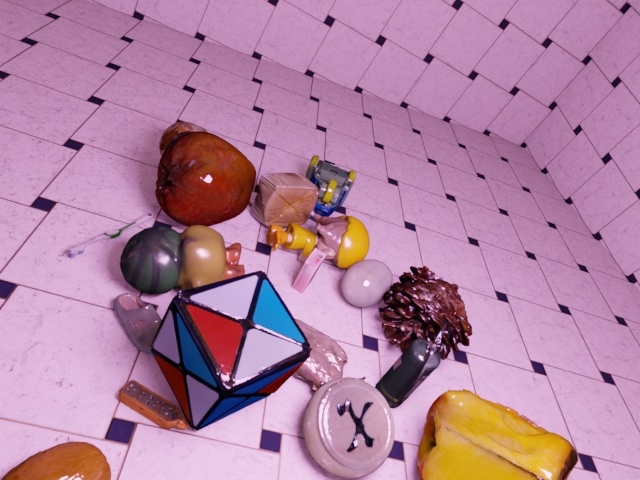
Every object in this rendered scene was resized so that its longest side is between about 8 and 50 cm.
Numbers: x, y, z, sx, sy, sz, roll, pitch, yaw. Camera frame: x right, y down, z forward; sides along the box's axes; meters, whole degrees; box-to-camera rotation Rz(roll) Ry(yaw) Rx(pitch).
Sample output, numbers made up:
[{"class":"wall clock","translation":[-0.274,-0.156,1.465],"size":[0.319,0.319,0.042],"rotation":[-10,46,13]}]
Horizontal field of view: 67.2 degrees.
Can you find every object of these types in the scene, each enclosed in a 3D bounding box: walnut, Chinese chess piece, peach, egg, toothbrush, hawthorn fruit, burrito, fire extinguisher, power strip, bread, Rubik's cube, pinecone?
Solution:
[{"class":"walnut","translation":[-0.485,0.441,0.875],"size":[0.167,0.087,0.211],"rotation":[36,37,18]},{"class":"Chinese chess piece","translation":[0.067,0.443,1.159],"size":[0.238,0.092,0.237],"rotation":[13,56,-20]},{"class":"peach","translation":[0.429,0.549,1.181],"size":[0.381,0.242,0.306],"rotation":[18,14,11]},{"class":"egg","translation":[0.156,0.137,1.579],"size":[0.151,0.151,0.209],"rotation":[43,34,20]},{"class":"toothbrush","translation":[-0.601,-0.023,1.409],"size":[0.030,0.030,0.304],"rotation":[35,37,11]},{"class":"hawthorn fruit","translation":[-0.356,-0.188,1.530],"size":[0.325,0.308,0.308],"rotation":[-7,48,-23]},{"class":"burrito","translation":[-0.077,0.277,1.314],"size":[0.348,0.107,0.175],"rotation":[35,24,8]},{"class":"fire extinguisher","translation":[0.249,0.336,1.276],"size":[0.093,0.294,0.118],"rotation":[32,37,4]},{"class":"egg","translation":[-0.462,-0.316,1.714],"size":[0.195,0.195,0.233],"rotation":[-26,74,-47]},{"class":"power strip","translation":[-0.370,0.372,1.076],"size":[0.178,0.028,0.049],"rotation":[30,36,4]},{"class":"bread","translation":[-0.129,-0.144,1.709],"size":[0.210,0.192,0.109],"rotation":[-5,40,-33]},{"class":"Rubik's cube","translation":[-0.211,0.249,1.115],"size":[0.248,0.246,0.250],"rotation":[-16,63,-42]},{"class":"pinecone","translation":[0.321,0.236,1.487],"size":[0.296,0.242,0.298],"rotation":[-24,60,-36]}]

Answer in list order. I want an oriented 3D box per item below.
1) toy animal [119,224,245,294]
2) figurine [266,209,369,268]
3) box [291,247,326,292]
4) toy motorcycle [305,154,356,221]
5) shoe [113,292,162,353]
[{"class":"toy animal","translation":[-0.369,0.048,1.329],"size":[0.339,0.191,0.216],"rotation":[5,42,-26]},{"class":"figurine","translation":[0.000,0.000,1.639],"size":[0.344,0.187,0.215],"rotation":[3,30,-19]},{"class":"box","translation":[-0.037,0.096,1.530],"size":[0.043,0.125,0.089],"rotation":[32,38,4]},{"class":"toy motorcycle","translation":[0.017,-0.184,1.862],"size":[0.191,0.199,0.326],"rotation":[22,26,-6]},{"class":"shoe","translation":[-0.449,0.193,1.203],"size":[0.195,0.078,0.079],"rotation":[43,39,25]}]
